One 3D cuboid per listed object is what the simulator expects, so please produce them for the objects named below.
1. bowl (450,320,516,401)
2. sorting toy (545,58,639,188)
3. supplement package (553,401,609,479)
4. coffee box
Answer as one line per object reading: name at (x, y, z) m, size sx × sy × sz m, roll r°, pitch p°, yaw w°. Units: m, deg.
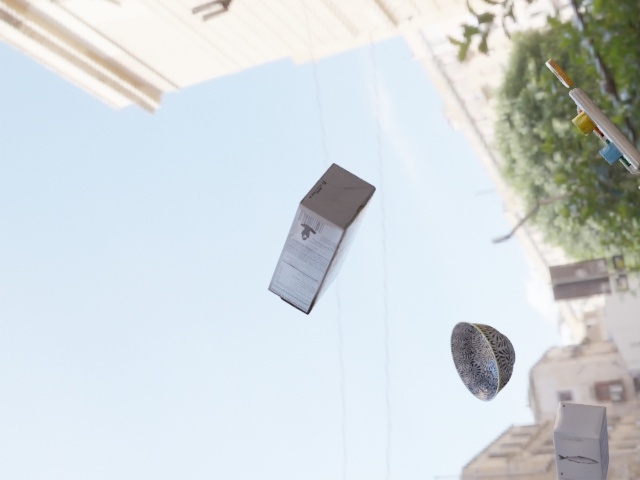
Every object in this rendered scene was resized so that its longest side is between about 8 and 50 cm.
bowl at (0.343, 0.235, 1.794) m, size 0.080 × 0.170 × 0.170 m, roll -15°, pitch -85°, yaw -22°
sorting toy at (0.518, -0.191, 1.625) m, size 0.347 × 0.047 × 0.196 m, roll 52°, pitch -165°, yaw 13°
supplement package at (0.592, 0.469, 2.000) m, size 0.105 × 0.105 × 0.179 m, roll -56°, pitch -40°, yaw -47°
coffee box at (0.000, 0.000, 1.625) m, size 0.141 × 0.098 × 0.246 m, roll -51°, pitch -11°, yaw -43°
